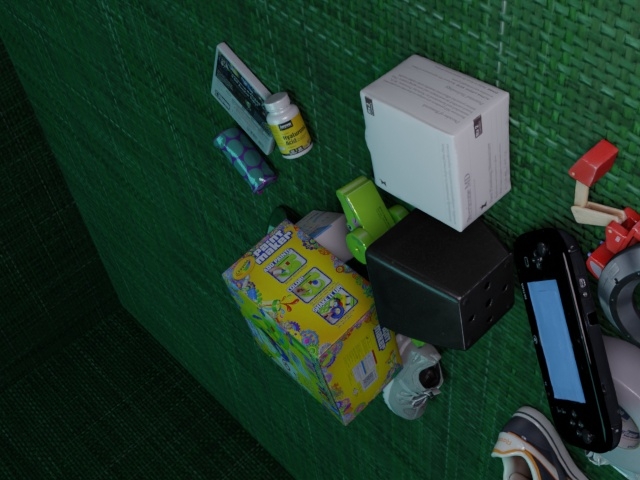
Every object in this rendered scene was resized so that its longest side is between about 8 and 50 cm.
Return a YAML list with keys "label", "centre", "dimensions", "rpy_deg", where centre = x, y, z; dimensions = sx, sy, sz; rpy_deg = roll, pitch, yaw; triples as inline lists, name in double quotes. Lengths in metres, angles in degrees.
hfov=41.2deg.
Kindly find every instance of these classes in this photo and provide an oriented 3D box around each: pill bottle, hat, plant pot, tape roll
- label: "pill bottle"
  centre: [-0.063, -0.218, 1.606]
  dimensions: [0.065, 0.065, 0.116]
  rpy_deg: [20, 141, 52]
- label: "hat"
  centre: [-0.022, 0.035, 1.949]
  dimensions: [0.173, 0.183, 0.209]
  rpy_deg: [132, 141, -60]
- label: "plant pot"
  centre: [0.204, 0.061, 1.355]
  dimensions: [0.167, 0.187, 0.188]
  rpy_deg: [31, 149, 38]
- label: "tape roll"
  centre: [0.459, 0.251, 1.302]
  dimensions: [0.219, 0.072, 0.219]
  rpy_deg: [41, 155, 24]

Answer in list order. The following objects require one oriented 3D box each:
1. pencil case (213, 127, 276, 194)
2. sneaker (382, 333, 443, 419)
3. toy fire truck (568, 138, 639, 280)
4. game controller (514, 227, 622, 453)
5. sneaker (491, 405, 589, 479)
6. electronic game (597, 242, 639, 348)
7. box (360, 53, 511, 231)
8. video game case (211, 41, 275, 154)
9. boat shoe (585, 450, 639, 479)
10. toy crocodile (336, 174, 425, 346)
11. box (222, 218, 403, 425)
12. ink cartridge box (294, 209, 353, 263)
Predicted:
- label: "pencil case"
  centre: [-0.164, -0.175, 1.857]
  dimensions: [0.152, 0.064, 0.070]
  rpy_deg: [52, 141, 3]
- label: "sneaker"
  centre: [0.204, 0.308, 1.814]
  dimensions: [0.115, 0.105, 0.281]
  rpy_deg: [36, 152, 34]
- label: "toy fire truck"
  centre: [0.370, -0.026, 1.098]
  dimensions: [0.135, 0.047, 0.192]
  rpy_deg: [43, 156, 22]
- label: "game controller"
  centre: [0.347, 0.140, 1.217]
  dimensions: [0.166, 0.067, 0.319]
  rpy_deg: [158, 100, -71]
- label: "sneaker"
  centre: [0.435, 0.475, 1.605]
  dimensions: [0.321, 0.127, 0.126]
  rpy_deg: [53, 156, -5]
- label: "electronic game"
  centre: [0.458, 0.086, 1.053]
  dimensions: [0.229, 0.048, 0.229]
  rpy_deg: [24, 146, 18]
- label: "box"
  centre: [0.167, -0.141, 1.220]
  dimensions: [0.182, 0.119, 0.181]
  rpy_deg: [34, 151, 37]
- label: "video game case"
  centre: [-0.151, -0.285, 1.730]
  dimensions: [0.190, 0.022, 0.173]
  rpy_deg: [49, 157, 10]
- label: "boat shoe"
  centre: [0.467, 0.342, 1.426]
  dimensions: [0.184, 0.063, 0.066]
  rpy_deg: [49, 157, 9]
- label: "toy crocodile"
  centre: [0.134, 0.040, 1.547]
  dimensions: [0.340, 0.115, 0.105]
  rpy_deg: [57, 157, -11]
- label: "box"
  centre: [-0.010, 0.163, 1.671]
  dimensions: [0.279, 0.177, 0.290]
  rpy_deg: [37, 160, 32]
- label: "ink cartridge box"
  centre: [0.000, 0.000, 1.767]
  dimensions: [0.143, 0.092, 0.090]
  rpy_deg: [10, 133, 57]
